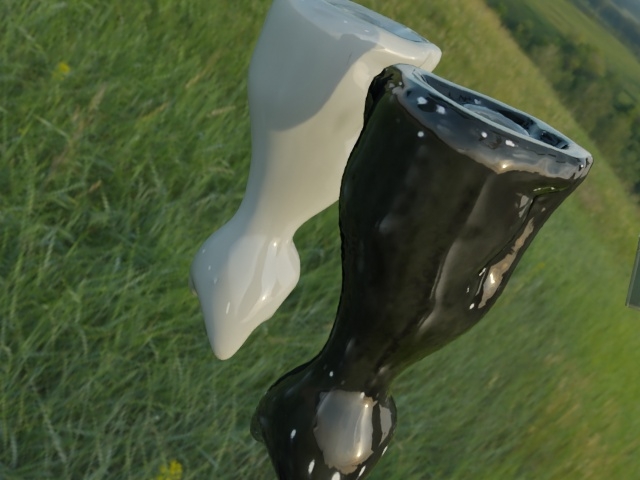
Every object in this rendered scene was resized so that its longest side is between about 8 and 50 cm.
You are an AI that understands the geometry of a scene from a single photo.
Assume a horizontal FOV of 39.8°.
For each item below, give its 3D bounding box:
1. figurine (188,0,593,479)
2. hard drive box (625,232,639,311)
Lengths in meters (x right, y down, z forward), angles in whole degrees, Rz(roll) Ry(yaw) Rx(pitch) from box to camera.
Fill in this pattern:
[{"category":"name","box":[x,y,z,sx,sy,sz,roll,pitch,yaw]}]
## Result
[{"category":"figurine","box":[0.000,0.000,0.442,0.092,0.209,0.215,13,24,-31]},{"category":"hard drive box","box":[0.377,-0.030,0.868,0.089,0.181,0.232,20,-13,21]}]
